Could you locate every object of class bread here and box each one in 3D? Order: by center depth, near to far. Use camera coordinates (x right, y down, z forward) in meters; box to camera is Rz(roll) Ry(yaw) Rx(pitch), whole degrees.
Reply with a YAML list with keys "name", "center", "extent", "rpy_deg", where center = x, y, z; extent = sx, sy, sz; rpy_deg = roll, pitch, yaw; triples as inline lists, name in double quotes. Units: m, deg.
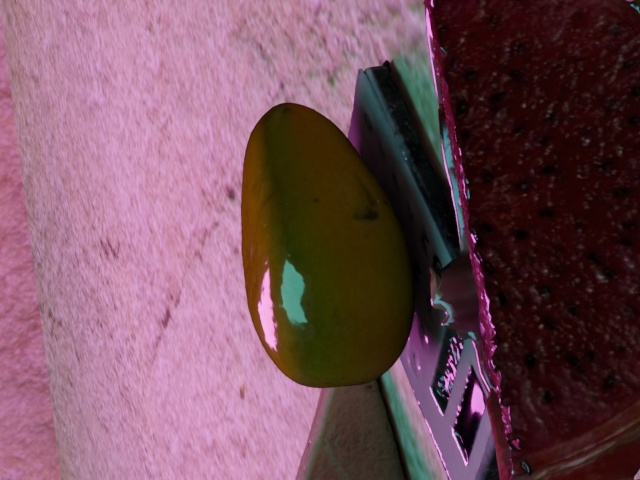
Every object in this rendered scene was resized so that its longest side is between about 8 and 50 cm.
- name: "bread"
  center: [0.039, 0.155, 1.393]
  extent: [0.077, 0.105, 0.152]
  rpy_deg: [125, 164, -68]

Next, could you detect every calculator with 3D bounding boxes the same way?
- name: "calculator"
  center: [0.066, 0.033, 1.220]
  extent: [0.161, 0.021, 0.261]
  rpy_deg: [100, 154, -52]

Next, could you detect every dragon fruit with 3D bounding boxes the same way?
- name: "dragon fruit"
  center: [0.116, 0.001, 0.875]
  extent: [0.161, 0.126, 0.274]
  rpy_deg: [88, 174, -62]

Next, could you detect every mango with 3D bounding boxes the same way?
- name: "mango"
  center: [0.000, 0.000, 1.219]
  extent: [0.137, 0.098, 0.195]
  rpy_deg: [105, 157, -63]

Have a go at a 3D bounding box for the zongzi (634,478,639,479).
- name: "zongzi"
  center: [0.112, 0.194, 0.975]
  extent: [0.317, 0.154, 0.289]
  rpy_deg: [-117, 30, -59]
